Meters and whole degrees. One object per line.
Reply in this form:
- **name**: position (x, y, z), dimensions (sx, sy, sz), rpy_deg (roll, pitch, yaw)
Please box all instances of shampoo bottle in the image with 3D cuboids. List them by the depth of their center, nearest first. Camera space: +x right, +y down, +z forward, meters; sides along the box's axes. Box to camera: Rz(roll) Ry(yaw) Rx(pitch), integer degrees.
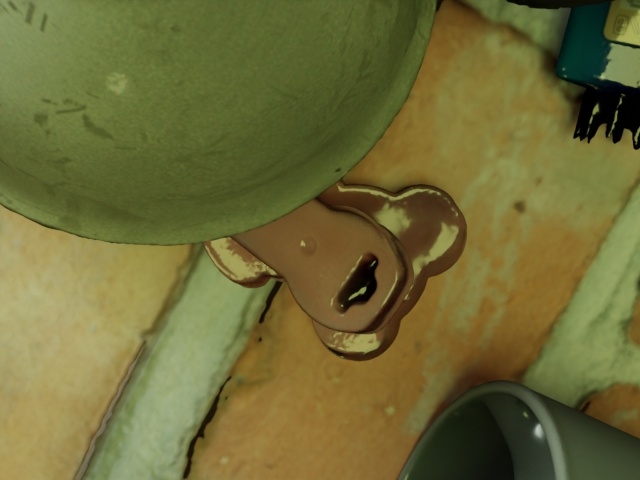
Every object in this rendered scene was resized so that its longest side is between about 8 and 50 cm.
- **shampoo bottle**: position (0.191, -0.143, 0.447), dimensions (0.087, 0.050, 0.183), rpy_deg (11, 101, -6)

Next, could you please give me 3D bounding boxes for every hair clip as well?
- **hair clip**: position (0.003, 0.001, 0.472), dimensions (0.138, 0.102, 0.123), rpy_deg (32, 97, 21)

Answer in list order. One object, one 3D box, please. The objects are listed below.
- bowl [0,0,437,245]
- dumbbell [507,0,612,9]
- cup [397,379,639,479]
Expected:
- **bowl**: position (-0.081, -0.151, 0.342), dimensions (0.313, 0.146, 0.314), rpy_deg (0, 92, -6)
- **dumbbell**: position (0.109, -0.224, 0.306), dimensions (0.192, 0.192, 0.290), rpy_deg (-33, 125, 2)
- **cup**: position (0.200, 0.233, 0.453), dimensions (0.312, 0.205, 0.206), rpy_deg (25, 99, -11)
